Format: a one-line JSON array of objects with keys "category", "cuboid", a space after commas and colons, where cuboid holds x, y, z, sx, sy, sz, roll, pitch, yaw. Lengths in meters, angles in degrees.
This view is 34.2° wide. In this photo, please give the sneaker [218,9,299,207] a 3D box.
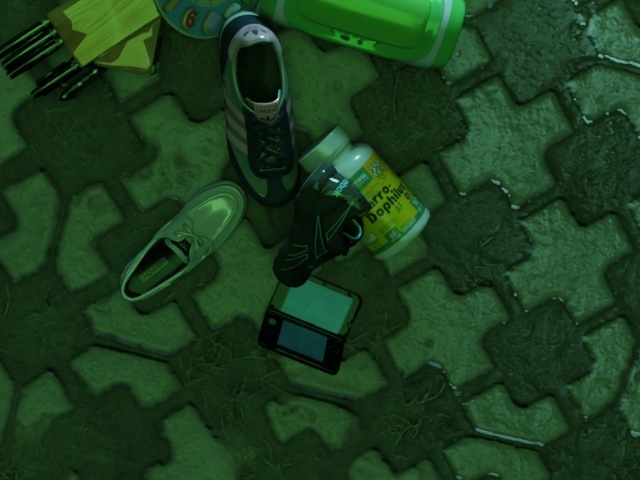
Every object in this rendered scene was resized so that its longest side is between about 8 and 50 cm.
[{"category": "sneaker", "cuboid": [-0.092, -0.183, 1.595, 0.112, 0.131, 0.318, -16, 114, -7]}]

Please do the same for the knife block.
[{"category": "knife block", "cuboid": [-0.358, -0.341, 1.584, 0.242, 0.088, 0.275, 12, 101, -6]}]

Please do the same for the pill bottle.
[{"category": "pill bottle", "cuboid": [0.065, -0.079, 1.646, 0.117, 0.117, 0.208, -42, 100, 6]}]

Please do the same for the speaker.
[{"category": "speaker", "cuboid": [0.063, -0.355, 1.584, 0.297, 0.131, 0.131, 16, 101, -6]}]

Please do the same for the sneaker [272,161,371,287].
[{"category": "sneaker", "cuboid": [0.000, 0.000, 1.602, 0.106, 0.101, 0.267, 30, 142, 8]}]

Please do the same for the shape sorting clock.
[{"category": "shape sorting clock", "cuboid": [-0.164, -0.404, 1.556, 0.206, 0.040, 0.206, -17, 118, -37]}]

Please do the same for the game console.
[{"category": "game console", "cuboid": [-0.015, 0.133, 1.707, 0.144, 0.124, 0.085, 23, 126, -7]}]

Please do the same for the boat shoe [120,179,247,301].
[{"category": "boat shoe", "cuboid": [-0.217, 0.008, 1.667, 0.095, 0.084, 0.258, 43, 97, -10]}]
